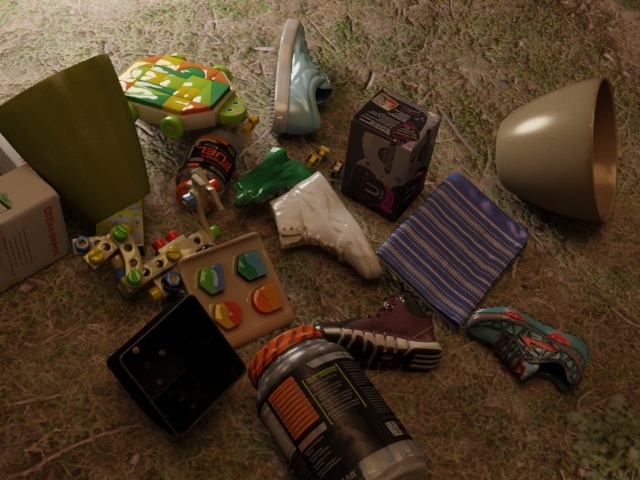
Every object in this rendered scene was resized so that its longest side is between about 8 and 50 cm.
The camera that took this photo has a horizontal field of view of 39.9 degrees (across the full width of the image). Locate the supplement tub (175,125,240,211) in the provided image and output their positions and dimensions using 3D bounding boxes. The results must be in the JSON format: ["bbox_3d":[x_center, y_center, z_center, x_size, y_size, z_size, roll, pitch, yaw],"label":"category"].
[{"bbox_3d":[-0.260,-0.162,2.020,0.117,0.117,0.190,12,51,3],"label":"supplement tub"}]

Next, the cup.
[{"bbox_3d":[0.547,-0.205,2.061,0.237,0.331,0.331,0,46,28],"label":"cup"}]

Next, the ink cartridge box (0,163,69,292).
[{"bbox_3d":[-0.667,0.001,1.785,0.278,0.201,0.117,-35,63,-29],"label":"ink cartridge box"}]

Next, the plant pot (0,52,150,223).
[{"bbox_3d":[-0.486,-0.194,1.836,0.275,0.275,0.293,-36,103,-29],"label":"plant pot"}]

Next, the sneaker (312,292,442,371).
[{"bbox_3d":[0.107,0.176,1.817,0.281,0.106,0.162,11,45,-12],"label":"sneaker"}]

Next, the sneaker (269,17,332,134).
[{"bbox_3d":[-0.045,-0.408,2.245,0.150,0.135,0.365,9,59,-9],"label":"sneaker"}]

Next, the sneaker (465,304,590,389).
[{"bbox_3d":[0.418,0.223,1.806,0.262,0.104,0.125,19,54,9],"label":"sneaker"}]

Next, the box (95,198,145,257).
[{"bbox_3d":[-0.443,-0.045,1.952,0.105,0.043,0.179,-3,55,-9],"label":"box"}]

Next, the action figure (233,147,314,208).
[{"bbox_3d":[-0.125,-0.130,2.016,0.137,0.063,0.232,30,38,19],"label":"action figure"}]

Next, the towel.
[{"bbox_3d":[0.303,0.010,1.953,0.243,0.040,0.336,43,55,4],"label":"towel"}]

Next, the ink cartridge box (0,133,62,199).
[{"bbox_3d":[-0.593,-0.215,2.022,0.273,0.114,0.197,-33,63,-27],"label":"ink cartridge box"}]

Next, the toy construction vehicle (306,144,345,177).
[{"bbox_3d":[0.012,-0.184,2.107,0.086,0.035,0.098,27,34,1],"label":"toy construction vehicle"}]

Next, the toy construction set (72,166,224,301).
[{"bbox_3d":[-0.329,0.002,1.841,0.328,0.151,0.215,-36,85,-14],"label":"toy construction set"}]

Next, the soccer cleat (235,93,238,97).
[{"bbox_3d":[-0.321,-0.332,2.174,0.248,0.083,0.095,2,56,-8],"label":"soccer cleat"}]

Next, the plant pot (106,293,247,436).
[{"bbox_3d":[-0.288,0.234,1.645,0.188,0.167,0.187,-44,108,-33],"label":"plant pot"}]

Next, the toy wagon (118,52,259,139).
[{"bbox_3d":[-0.303,-0.334,2.050,0.344,0.068,0.267,17,43,13],"label":"toy wagon"}]

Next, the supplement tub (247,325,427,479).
[{"bbox_3d":[0.020,0.332,1.604,0.207,0.207,0.338,-23,58,-23],"label":"supplement tub"}]

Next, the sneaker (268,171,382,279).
[{"bbox_3d":[0.000,0.000,1.946,0.169,0.108,0.292,-30,63,-11],"label":"sneaker"}]

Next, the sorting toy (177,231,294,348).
[{"bbox_3d":[-0.168,0.104,1.802,0.193,0.038,0.208,-21,87,-26],"label":"sorting toy"}]

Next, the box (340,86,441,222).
[{"bbox_3d":[0.157,-0.190,2.009,0.163,0.247,0.142,31,56,17],"label":"box"}]
